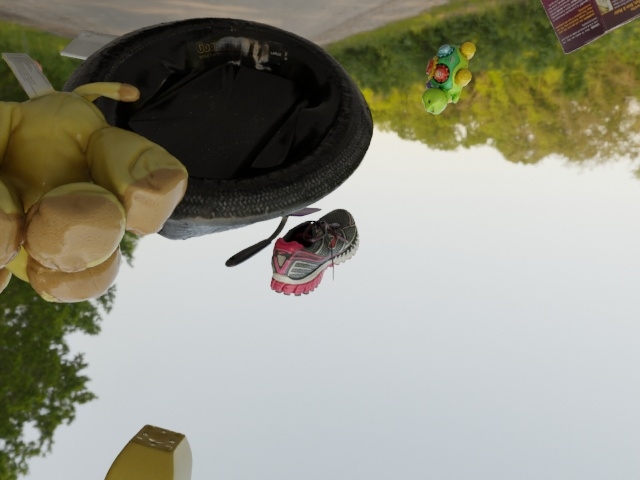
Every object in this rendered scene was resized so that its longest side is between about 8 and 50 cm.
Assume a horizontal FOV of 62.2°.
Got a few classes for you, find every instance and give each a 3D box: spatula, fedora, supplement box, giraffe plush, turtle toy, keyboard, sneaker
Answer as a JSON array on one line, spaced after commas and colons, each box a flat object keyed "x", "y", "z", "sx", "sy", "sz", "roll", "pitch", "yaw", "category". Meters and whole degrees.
[{"x": -0.100, "y": -0.017, "z": 1.136, "sx": 0.084, "sy": 0.030, "sz": 0.296, "roll": 6, "pitch": -147, "yaw": 35, "category": "spatula"}, {"x": -0.107, "y": -0.106, "z": 0.596, "sx": 0.334, "sy": 0.152, "sz": 0.334, "roll": 7, "pitch": -129, "yaw": -9, "category": "fedora"}, {"x": 0.394, "y": -0.398, "z": 0.804, "sx": 0.104, "sy": 0.188, "sz": 0.081, "roll": -30, "pitch": -174, "yaw": -21, "category": "supplement box"}, {"x": -0.217, "y": -0.020, "z": 0.424, "sx": 0.181, "sy": 0.170, "sz": 0.210, "roll": -5, "pitch": -133, "yaw": -28, "category": "giraffe plush"}, {"x": 0.212, "y": -0.276, "z": 0.905, "sx": 0.066, "sy": 0.130, "sz": 0.095, "roll": 12, "pitch": 170, "yaw": -4, "category": "turtle toy"}, {"x": -0.304, "y": -0.311, "z": 0.890, "sx": 0.256, "sy": 0.014, "sz": 0.072, "roll": 12, "pitch": -123, "yaw": 9, "category": "keyboard"}, {"x": 0.000, "y": 0.000, "z": 1.101, "sx": 0.121, "sy": 0.112, "sz": 0.299, "roll": 11, "pitch": -150, "yaw": 21, "category": "sneaker"}]

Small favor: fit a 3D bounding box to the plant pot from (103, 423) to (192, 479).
[{"x": -0.184, "y": 0.250, "z": 0.573, "sx": 0.081, "sy": 0.083, "sz": 0.081, "roll": 14, "pitch": -175, "yaw": 3, "category": "plant pot"}]
